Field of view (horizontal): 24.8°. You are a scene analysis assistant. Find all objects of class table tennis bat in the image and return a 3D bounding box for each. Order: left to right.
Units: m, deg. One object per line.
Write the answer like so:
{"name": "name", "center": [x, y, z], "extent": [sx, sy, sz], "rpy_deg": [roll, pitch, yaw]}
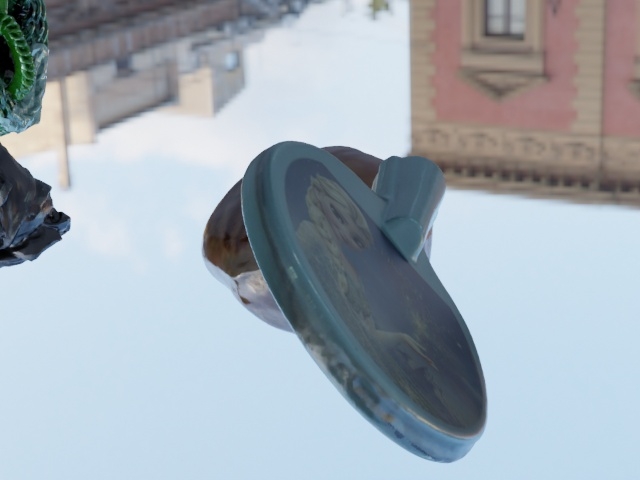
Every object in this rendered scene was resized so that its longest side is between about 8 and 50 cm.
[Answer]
{"name": "table tennis bat", "center": [0.029, 0.009, 0.641], "extent": [0.038, 0.149, 0.237], "rpy_deg": [-37, -172, 19]}

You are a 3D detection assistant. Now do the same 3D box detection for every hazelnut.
{"name": "hazelnut", "center": [0.000, 0.010, 1.343], "extent": [0.210, 0.186, 0.210], "rpy_deg": [-19, -137, 19]}

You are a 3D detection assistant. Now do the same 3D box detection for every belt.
{"name": "belt", "center": [-0.254, -0.155, 1.151], "extent": [0.079, 0.151, 0.121], "rpy_deg": [2, -169, 16]}

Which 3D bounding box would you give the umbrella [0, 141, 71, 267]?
{"name": "umbrella", "center": [-0.340, -0.097, 1.407], "extent": [0.110, 0.272, 0.122], "rpy_deg": [-18, -157, 12]}
